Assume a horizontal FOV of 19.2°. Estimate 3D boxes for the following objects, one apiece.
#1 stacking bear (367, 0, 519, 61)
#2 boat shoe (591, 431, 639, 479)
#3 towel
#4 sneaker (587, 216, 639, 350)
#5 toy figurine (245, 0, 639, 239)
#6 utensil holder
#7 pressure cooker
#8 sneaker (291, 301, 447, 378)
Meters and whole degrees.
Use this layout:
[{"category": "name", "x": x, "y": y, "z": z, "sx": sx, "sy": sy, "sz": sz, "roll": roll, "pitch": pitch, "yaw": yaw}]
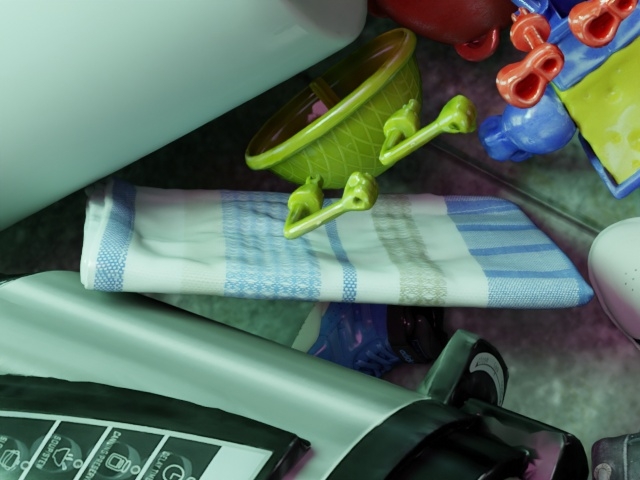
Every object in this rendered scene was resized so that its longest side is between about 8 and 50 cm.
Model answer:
[{"category": "stacking bear", "x": 0.122, "y": -0.261, "z": 1.200, "sx": 0.175, "sy": 0.164, "sz": 0.289, "roll": 29, "pitch": 99, "yaw": 22}, {"category": "boat shoe", "x": 0.193, "y": 0.253, "z": 1.067, "sx": 0.102, "sy": 0.108, "sz": 0.301, "roll": -6, "pitch": 72, "yaw": 19}, {"category": "towel", "x": 0.000, "y": 0.000, "z": 1.108, "sx": 0.285, "sy": 0.209, "sz": 0.034, "roll": 3, "pitch": 102, "yaw": -5}, {"category": "sneaker", "x": 0.221, "y": 0.046, "z": 1.068, "sx": 0.094, "sy": 0.153, "sz": 0.235, "roll": -47, "pitch": 54, "yaw": 9}, {"category": "toy figurine", "x": 0.161, "y": -0.077, "z": 1.113, "sx": 0.362, "sy": 0.217, "sz": 0.191, "roll": -39, "pitch": 30, "yaw": 11}, {"category": "utensil holder", "x": -0.208, "y": -0.168, "z": 1.126, "sx": 0.385, "sy": 0.327, "sz": 0.328, "roll": -24, "pitch": 69, "yaw": 18}, {"category": "pressure cooker", "x": -0.050, "y": 0.229, "z": 1.027, "sx": 0.420, "sy": 0.375, "sz": 0.370, "roll": 19, "pitch": 120, "yaw": 23}, {"category": "sneaker", "x": 0.033, "y": 0.072, "z": 1.199, "sx": 0.084, "sy": 0.058, "sz": 0.152, "roll": 16, "pitch": 76, "yaw": 32}]
